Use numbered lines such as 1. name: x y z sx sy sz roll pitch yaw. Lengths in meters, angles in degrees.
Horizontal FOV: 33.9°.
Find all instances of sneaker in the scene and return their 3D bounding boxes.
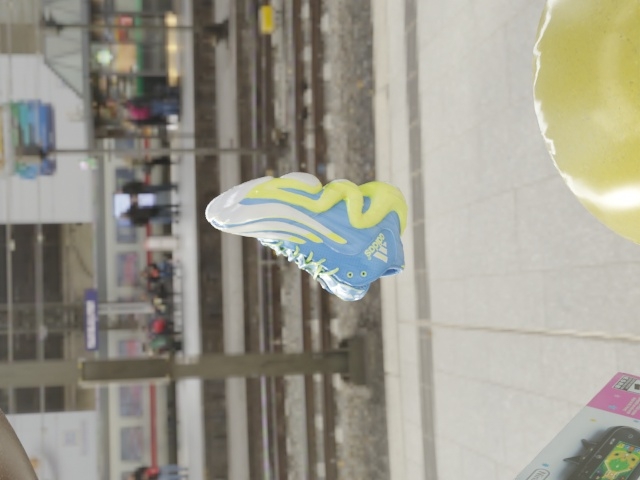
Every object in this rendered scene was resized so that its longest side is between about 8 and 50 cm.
1. sneaker: 0.000 0.000 1.101 0.091 0.240 0.126 -35 63 55

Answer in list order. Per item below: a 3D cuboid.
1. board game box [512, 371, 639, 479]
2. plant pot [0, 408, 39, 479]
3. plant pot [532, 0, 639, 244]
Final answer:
1. board game box: 0.280 0.188 0.604 0.224 0.303 0.097 -23 -58 -54
2. plant pot: -0.290 0.199 0.759 0.230 0.215 0.215 -116 26 -56
3. plant pot: 0.154 -0.061 0.356 0.095 0.134 0.134 -179 87 -76
